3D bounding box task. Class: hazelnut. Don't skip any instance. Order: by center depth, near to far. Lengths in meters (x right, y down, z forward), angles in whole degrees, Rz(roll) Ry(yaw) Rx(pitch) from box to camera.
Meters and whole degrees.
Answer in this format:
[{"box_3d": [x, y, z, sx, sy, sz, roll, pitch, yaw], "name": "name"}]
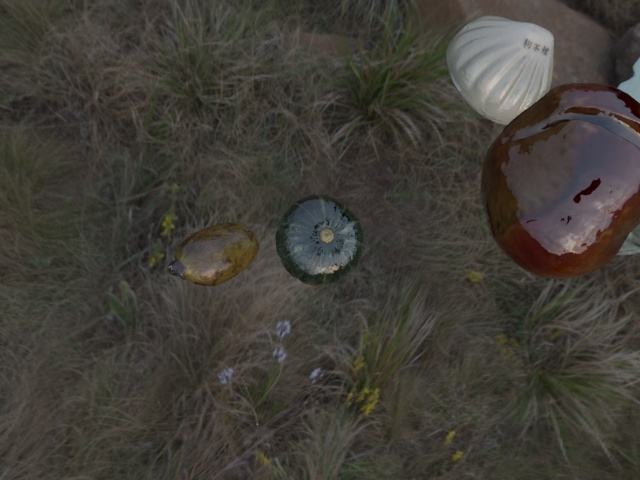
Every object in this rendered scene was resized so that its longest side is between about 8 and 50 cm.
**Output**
[{"box_3d": [0.260, -0.057, 0.598, 0.177, 0.178, 0.204, 20, 67, 1], "name": "hazelnut"}]

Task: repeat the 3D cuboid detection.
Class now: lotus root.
[{"box_3d": [-0.260, 0.035, 1.376, 0.145, 0.129, 0.260, 40, 37, 21], "name": "lotus root"}]

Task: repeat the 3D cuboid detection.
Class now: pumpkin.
[{"box_3d": [-0.002, -0.001, 1.314, 0.211, 0.152, 0.212, 1, 87, -18], "name": "pumpkin"}]

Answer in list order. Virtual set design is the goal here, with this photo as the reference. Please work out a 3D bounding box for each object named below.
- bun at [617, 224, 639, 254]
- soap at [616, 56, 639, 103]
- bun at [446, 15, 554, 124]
[{"box_3d": [0.737, -0.102, 1.264, 0.361, 0.362, 0.211, -15, 49, -11], "name": "bun"}, {"box_3d": [0.457, -0.183, 0.682, 0.087, 0.265, 0.160, 45, 113, 29], "name": "soap"}, {"box_3d": [0.430, -0.409, 1.263, 0.262, 0.175, 0.264, 11, 63, -23], "name": "bun"}]
